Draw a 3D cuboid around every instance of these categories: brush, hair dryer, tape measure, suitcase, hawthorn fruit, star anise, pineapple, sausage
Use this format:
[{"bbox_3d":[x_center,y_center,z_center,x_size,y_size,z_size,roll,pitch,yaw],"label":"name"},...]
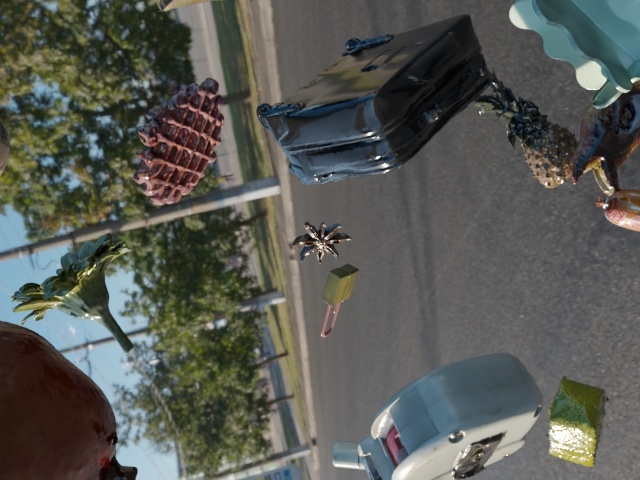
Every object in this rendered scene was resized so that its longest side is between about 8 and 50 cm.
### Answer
[{"bbox_3d":[0.040,0.187,1.829,0.047,0.103,0.233,30,117,27],"label":"brush"},{"bbox_3d":[0.072,0.414,1.189,0.137,0.082,0.047,65,-152,-68],"label":"hair dryer"},{"bbox_3d":[0.204,0.297,0.968,0.265,0.258,0.130,94,157,-51],"label":"tape measure"},{"bbox_3d":[0.108,-0.255,1.109,0.339,0.345,0.188,0,125,49],"label":"suitcase"},{"bbox_3d":[-0.406,0.242,0.767,0.311,0.295,0.295,33,-145,-56],"label":"hawthorn fruit"},{"bbox_3d":[-0.001,0.000,1.449,0.042,0.141,0.141,-102,5,-49],"label":"star anise"},{"bbox_3d":[0.567,-0.314,1.704,0.364,0.165,0.165,47,168,3],"label":"pineapple"},{"bbox_3d":[0.598,-0.041,1.066,0.071,0.234,0.071,13,-90,-78],"label":"sausage"}]

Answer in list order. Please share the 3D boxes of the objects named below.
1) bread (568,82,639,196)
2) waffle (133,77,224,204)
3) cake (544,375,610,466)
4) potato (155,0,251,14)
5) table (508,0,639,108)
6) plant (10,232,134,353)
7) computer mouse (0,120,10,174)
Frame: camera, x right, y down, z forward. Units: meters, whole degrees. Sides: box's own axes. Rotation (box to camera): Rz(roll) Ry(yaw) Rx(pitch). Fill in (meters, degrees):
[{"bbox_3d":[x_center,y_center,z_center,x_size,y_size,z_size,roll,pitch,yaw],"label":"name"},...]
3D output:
[{"bbox_3d":[0.633,-0.229,1.352,0.095,0.139,0.269,29,-94,-88],"label":"bread"},{"bbox_3d":[-0.247,-0.170,1.113,0.055,0.221,0.234,30,139,14],"label":"waffle"},{"bbox_3d":[0.728,0.505,1.752,0.179,0.156,0.260,-59,-33,-38],"label":"cake"},{"bbox_3d":[-0.192,-0.505,1.135,0.138,0.243,0.098,-23,95,49],"label":"potato"},{"bbox_3d":[0.395,-0.321,0.901,0.198,0.166,0.166,37,178,-11],"label":"table"},{"bbox_3d":[-0.559,0.108,1.496,0.306,0.297,0.261,-36,37,46],"label":"plant"},{"bbox_3d":[-0.609,-0.169,1.001,0.389,0.115,0.199,100,-165,-78],"label":"computer mouse"}]
